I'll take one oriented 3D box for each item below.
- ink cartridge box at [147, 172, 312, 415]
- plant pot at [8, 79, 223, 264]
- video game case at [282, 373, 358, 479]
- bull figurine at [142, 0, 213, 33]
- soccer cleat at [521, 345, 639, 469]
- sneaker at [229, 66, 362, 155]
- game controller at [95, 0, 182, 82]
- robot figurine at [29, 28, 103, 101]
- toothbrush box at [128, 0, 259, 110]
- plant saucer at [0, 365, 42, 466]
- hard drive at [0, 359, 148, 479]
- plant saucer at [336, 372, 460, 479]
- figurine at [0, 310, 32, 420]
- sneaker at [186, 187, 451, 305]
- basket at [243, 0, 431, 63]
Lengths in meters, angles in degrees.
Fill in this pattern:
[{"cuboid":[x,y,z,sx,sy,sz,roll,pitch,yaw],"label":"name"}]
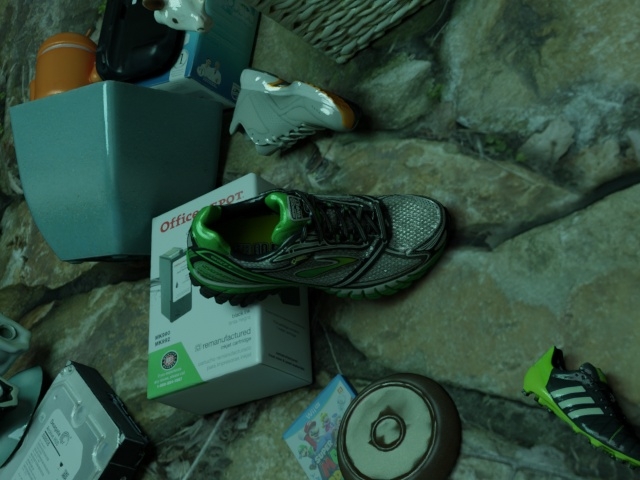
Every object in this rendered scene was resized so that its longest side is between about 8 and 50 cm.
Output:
[{"cuboid":[-0.133,0.078,1.427,0.211,0.121,0.289,-22,58,30],"label":"ink cartridge box"},{"cuboid":[-0.316,-0.091,1.582,0.248,0.247,0.252,-7,84,38],"label":"plant pot"},{"cuboid":[0.029,0.269,1.282,0.119,0.015,0.166,-49,48,12],"label":"video game case"},{"cuboid":[-0.162,-0.425,1.335,0.188,0.101,0.310,-26,59,26],"label":"bull figurine"},{"cuboid":[0.293,0.177,1.076,0.072,0.060,0.179,-56,44,4],"label":"soccer cleat"},{"cuboid":[-0.041,-0.175,1.496,0.262,0.099,0.121,23,94,51],"label":"sneaker"},{"cuboid":[-0.281,-0.407,1.648,0.166,0.067,0.319,-3,68,25],"label":"game controller"},{"cuboid":[-0.464,-0.295,1.867,0.158,0.128,0.219,-46,43,52],"label":"robot figurine"},{"cuboid":[-0.225,-0.363,1.697,0.216,0.126,0.296,-7,67,39],"label":"toothbrush box"},{"cuboid":[-0.529,0.292,1.674,0.195,0.037,0.195,-43,30,32],"label":"plant saucer"},{"cuboid":[-0.417,0.385,1.555,0.339,0.064,0.237,-56,42,4],"label":"hard drive"},{"cuboid":[0.087,0.237,1.222,0.168,0.029,0.168,-17,56,26],"label":"plant saucer"},{"cuboid":[-0.570,0.253,1.653,0.209,0.092,0.215,-50,26,28],"label":"figurine"},{"cuboid":[0.000,0.000,1.267,0.343,0.146,0.134,-9,64,-6],"label":"sneaker"},{"cuboid":[0.029,-0.498,1.453,0.328,0.266,0.331,-32,54,25],"label":"basket"}]
